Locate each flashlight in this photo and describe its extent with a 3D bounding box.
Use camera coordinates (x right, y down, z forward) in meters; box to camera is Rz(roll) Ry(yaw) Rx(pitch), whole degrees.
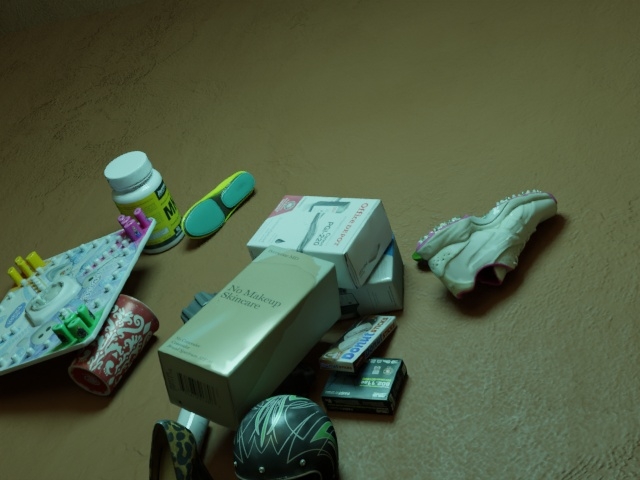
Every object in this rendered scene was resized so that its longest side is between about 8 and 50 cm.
[{"bbox_3d":[-0.139,0.196,1.631,0.304,0.103,0.103,37,110,47],"label":"flashlight"}]

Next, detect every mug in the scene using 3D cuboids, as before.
[{"bbox_3d":[-0.409,0.207,1.762,0.150,0.113,0.169,-19,34,43],"label":"mug"}]

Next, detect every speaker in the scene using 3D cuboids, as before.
[{"bbox_3d":[-0.223,0.338,1.520,0.055,0.055,0.136,-9,38,18],"label":"speaker"}]

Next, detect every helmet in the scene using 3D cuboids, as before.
[{"bbox_3d":[-0.052,0.313,1.372,0.169,0.162,0.169,-14,36,11],"label":"helmet"}]

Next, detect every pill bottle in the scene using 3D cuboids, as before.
[{"bbox_3d":[-0.389,-0.085,2.031,0.119,0.209,0.119,-14,36,11],"label":"pill bottle"}]

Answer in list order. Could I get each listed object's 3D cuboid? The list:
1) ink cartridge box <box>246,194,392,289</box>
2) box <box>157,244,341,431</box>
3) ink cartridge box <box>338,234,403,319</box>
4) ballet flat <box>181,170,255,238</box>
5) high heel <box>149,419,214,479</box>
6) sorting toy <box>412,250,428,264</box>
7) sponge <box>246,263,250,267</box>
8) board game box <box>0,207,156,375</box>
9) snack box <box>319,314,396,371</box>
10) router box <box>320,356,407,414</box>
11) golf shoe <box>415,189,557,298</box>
[{"bbox_3d":[0.000,0.000,1.678,0.217,0.092,0.159,6,43,32],"label":"ink cartridge box"},{"bbox_3d":[-0.107,0.150,1.504,0.147,0.121,0.311,15,40,28],"label":"box"},{"bbox_3d":[0.053,0.071,1.704,0.190,0.082,0.140,-12,36,15],"label":"ink cartridge box"},{"bbox_3d":[-0.239,-0.075,2.072,0.077,0.077,0.231,-11,28,52],"label":"ballet flat"},{"bbox_3d":[-0.236,0.399,1.332,0.093,0.186,0.261,-6,38,21],"label":"high heel"},{"bbox_3d":[0.224,0.029,1.715,0.101,0.042,0.061,-22,18,21],"label":"sorting toy"},{"bbox_3d":[-0.034,0.030,1.848,0.210,0.031,0.117,-33,37,-16],"label":"sponge"},{"bbox_3d":[-0.555,0.112,1.872,0.389,0.050,0.390,-19,30,25],"label":"board game box"},{"bbox_3d":[0.066,0.173,1.566,0.064,0.022,0.178,2,21,29],"label":"snack box"},{"bbox_3d":[0.072,0.237,1.513,0.122,0.038,0.092,-2,40,26],"label":"router box"},{"bbox_3d":[0.318,0.007,1.650,0.306,0.115,0.140,-22,74,-25],"label":"golf shoe"}]
